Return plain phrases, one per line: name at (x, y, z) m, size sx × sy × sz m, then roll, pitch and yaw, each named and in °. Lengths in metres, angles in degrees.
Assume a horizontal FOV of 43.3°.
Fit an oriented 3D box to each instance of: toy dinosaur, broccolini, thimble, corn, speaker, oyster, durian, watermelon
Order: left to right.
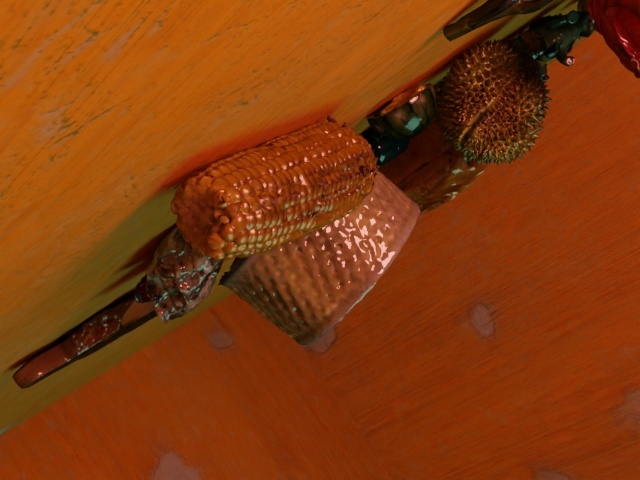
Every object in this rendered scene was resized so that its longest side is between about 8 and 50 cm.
oyster at (-0.152, 0.027, 1.004) m, size 0.125 × 0.064 × 0.177 m, roll -29°, pitch 148°, yaw -46°
corn at (-0.033, -0.053, 0.839) m, size 0.115 × 0.115 × 0.318 m, roll -36°, pitch 177°, yaw 34°
thimble at (0.000, 0.000, 1.103) m, size 0.271 × 0.150 × 0.271 m, roll -50°, pitch -173°, yaw 8°
speaker at (0.100, -0.169, 1.292) m, size 0.075 × 0.060 × 0.094 m, roll -34°, pitch 143°, yaw -22°
watermelon at (0.123, -0.178, 1.148) m, size 0.105 × 0.062 × 0.105 m, roll -32°, pitch -173°, yaw 4°
durian at (0.244, -0.206, 1.166) m, size 0.159 × 0.198 × 0.146 m, roll 10°, pitch 173°, yaw -7°
toy dinosaur at (0.340, -0.303, 1.324) m, size 0.292 × 0.079 × 0.120 m, roll -36°, pitch -159°, yaw -23°
broccolini at (0.221, -0.258, 0.834) m, size 0.202 × 0.068 × 0.091 m, roll -35°, pitch -163°, yaw 42°

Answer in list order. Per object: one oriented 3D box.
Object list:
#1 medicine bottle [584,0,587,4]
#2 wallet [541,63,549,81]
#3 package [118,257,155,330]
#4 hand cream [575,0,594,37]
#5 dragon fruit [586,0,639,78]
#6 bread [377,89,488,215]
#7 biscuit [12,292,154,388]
medicine bottle at (0.479, -0.399, 1.313) m, size 0.090 × 0.090 × 0.216 m, roll -35°, pitch 179°, yaw 24°
wallet at (0.311, -0.276, 1.474) m, size 0.167 × 0.036 × 0.222 m, roll -29°, pitch -168°, yaw 3°
package at (-0.167, 0.027, 1.129) m, size 0.269 × 0.071 × 0.194 m, roll -34°, pitch 178°, yaw -36°
hand cream at (0.591, -0.493, 1.497) m, size 0.336 × 0.076 × 0.121 m, roll -41°, pitch -179°, yaw -14°
dragon fruit at (0.439, -0.301, 0.956) m, size 0.241 × 0.241 × 0.252 m, roll -36°, pitch -165°, yaw 47°
bread at (0.161, -0.136, 1.410) m, size 0.132 × 0.167 × 0.294 m, roll -3°, pitch 160°, yaw -37°
biscuit at (-0.354, 0.146, 1.310) m, size 0.319 × 0.047 × 0.183 m, roll -33°, pitch 175°, yaw -35°
